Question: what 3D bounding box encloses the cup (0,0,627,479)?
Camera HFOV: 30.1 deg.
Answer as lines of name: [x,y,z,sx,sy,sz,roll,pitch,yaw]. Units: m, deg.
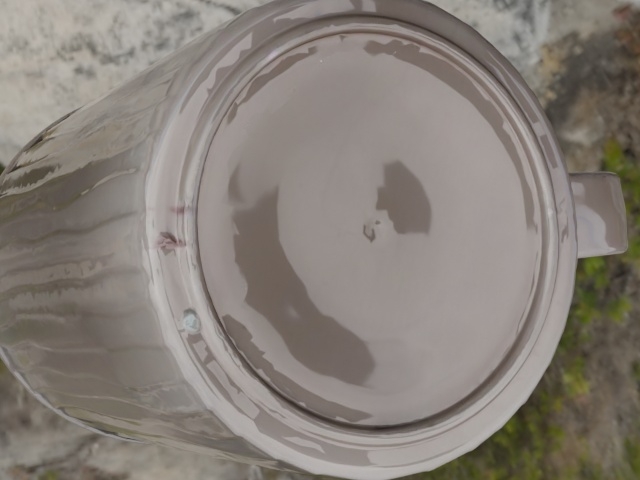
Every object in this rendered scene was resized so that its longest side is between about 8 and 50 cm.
cup: [-0.007,0.017,0.597,0.288,0.208,0.273,25,165,-22]
